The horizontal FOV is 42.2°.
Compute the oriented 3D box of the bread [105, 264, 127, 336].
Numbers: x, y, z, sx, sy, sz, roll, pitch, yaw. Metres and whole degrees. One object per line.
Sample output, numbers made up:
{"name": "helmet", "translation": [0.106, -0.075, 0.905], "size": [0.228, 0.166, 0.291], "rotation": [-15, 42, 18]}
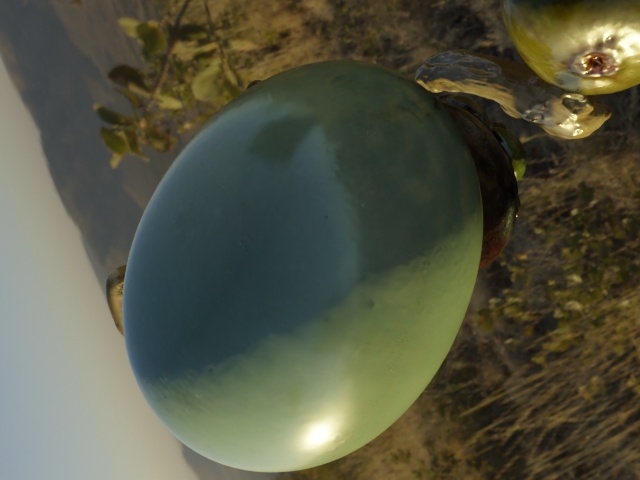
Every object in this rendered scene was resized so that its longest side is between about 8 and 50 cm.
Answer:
{"name": "bread", "translation": [-0.282, 0.088, 1.256], "size": [0.056, 0.082, 0.115], "rotation": [35, 143, 57]}

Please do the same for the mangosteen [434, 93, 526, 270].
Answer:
{"name": "mangosteen", "translation": [0.162, -0.086, 1.270], "size": [0.300, 0.300, 0.300], "rotation": [58, 163, 30]}

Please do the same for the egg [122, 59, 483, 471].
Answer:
{"name": "egg", "translation": [-0.010, 0.017, 0.421], "size": [0.168, 0.168, 0.231], "rotation": [55, 132, 37]}

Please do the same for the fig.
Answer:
{"name": "fig", "translation": [0.189, -0.196, 0.543], "size": [0.148, 0.142, 0.186], "rotation": [-10, 78, 32]}

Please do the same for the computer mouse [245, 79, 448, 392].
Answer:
{"name": "computer mouse", "translation": [-0.003, 0.001, 0.856], "size": [0.374, 0.114, 0.203], "rotation": [62, -167, 24]}

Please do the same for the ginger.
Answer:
{"name": "ginger", "translation": [0.167, -0.133, 0.725], "size": [0.173, 0.051, 0.069], "rotation": [24, 179, 11]}
